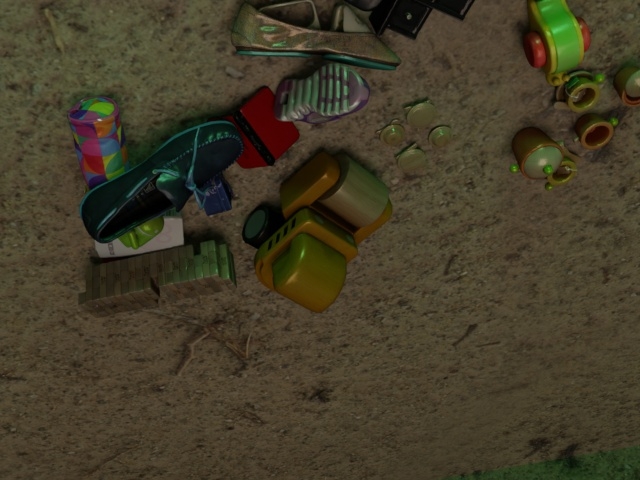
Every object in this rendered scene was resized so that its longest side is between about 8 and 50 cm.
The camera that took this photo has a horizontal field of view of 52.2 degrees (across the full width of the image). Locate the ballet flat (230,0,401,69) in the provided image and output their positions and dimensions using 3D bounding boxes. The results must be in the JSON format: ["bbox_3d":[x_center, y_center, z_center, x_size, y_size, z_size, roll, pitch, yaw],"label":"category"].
[{"bbox_3d":[0.002,-0.371,1.166,0.316,0.107,0.106,2,104,-16],"label":"ballet flat"}]

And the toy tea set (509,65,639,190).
[{"bbox_3d":[0.562,-0.234,1.390,0.200,0.124,0.336,17,126,-25],"label":"toy tea set"}]

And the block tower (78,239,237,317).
[{"bbox_3d":[-0.365,0.085,1.463,0.336,0.097,0.091,-13,151,4],"label":"block tower"}]

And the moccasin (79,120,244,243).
[{"bbox_3d":[-0.287,-0.096,1.247,0.342,0.116,0.137,-34,139,2],"label":"moccasin"}]

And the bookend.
[{"bbox_3d":[0.195,-0.425,1.171,0.156,0.072,0.157,15,128,-24],"label":"bookend"}]

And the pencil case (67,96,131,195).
[{"bbox_3d":[-0.425,-0.159,1.265,0.105,0.104,0.236,-3,131,-10],"label":"pencil case"}]

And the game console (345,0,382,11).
[{"bbox_3d":[0.011,-0.491,0.955,0.293,0.173,0.250,27,124,-10],"label":"game console"}]

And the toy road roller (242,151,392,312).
[{"bbox_3d":[0.000,0.000,1.403,0.203,0.240,0.329,32,119,-34],"label":"toy road roller"}]

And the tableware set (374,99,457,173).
[{"bbox_3d":[0.205,-0.220,1.398,0.141,0.020,0.169,-31,132,19],"label":"tableware set"}]

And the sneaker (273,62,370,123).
[{"bbox_3d":[0.017,-0.263,1.217,0.105,0.236,0.095,11,86,-39],"label":"sneaker"}]

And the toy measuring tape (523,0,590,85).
[{"bbox_3d":[0.432,-0.418,1.201,0.122,0.121,0.330,-19,133,5],"label":"toy measuring tape"}]

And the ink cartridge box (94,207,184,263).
[{"bbox_3d":[-0.401,0.023,1.467,0.189,0.066,0.232,-2,128,-11],"label":"ink cartridge box"}]

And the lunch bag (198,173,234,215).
[{"bbox_3d":[-0.220,-0.101,1.381,0.065,0.067,0.098,-16,134,3],"label":"lunch bag"}]

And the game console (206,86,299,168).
[{"bbox_3d":[-0.135,-0.225,1.323,0.124,0.085,0.144,-2,141,34],"label":"game console"}]

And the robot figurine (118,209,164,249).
[{"bbox_3d":[-0.367,-0.028,1.336,0.115,0.101,0.067,-30,106,32],"label":"robot figurine"}]
